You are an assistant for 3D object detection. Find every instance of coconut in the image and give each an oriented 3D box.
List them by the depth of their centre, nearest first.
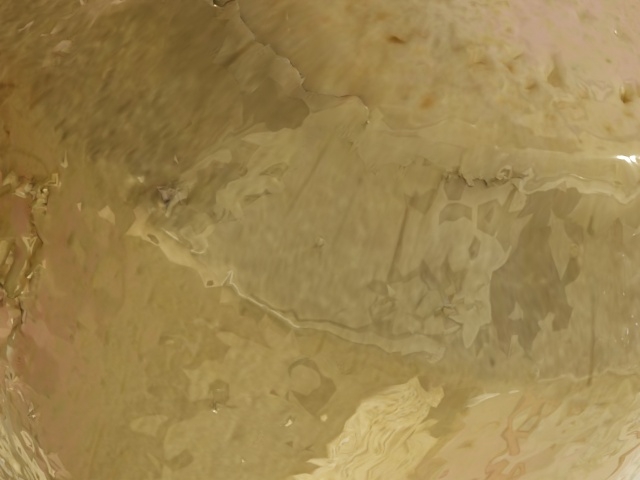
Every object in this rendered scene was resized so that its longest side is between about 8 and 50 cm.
[{"bbox_3d":[0.000,0.000,0.484,0.224,0.224,0.234,50,-49,18],"label":"coconut"}]
